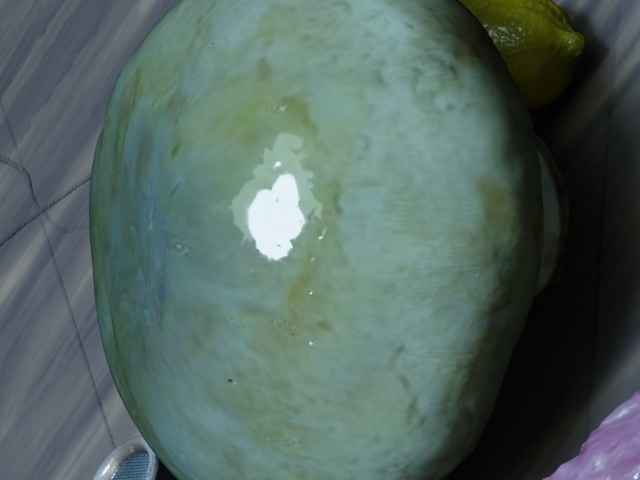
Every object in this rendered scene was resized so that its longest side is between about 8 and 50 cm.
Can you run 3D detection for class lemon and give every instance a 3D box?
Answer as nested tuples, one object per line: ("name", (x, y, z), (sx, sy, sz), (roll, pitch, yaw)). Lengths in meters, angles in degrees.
("lemon", (0.116, -0.118, 1.183), (0.110, 0.082, 0.082), (7, 78, 35))

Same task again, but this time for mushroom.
("mushroom", (0.000, 0.000, 1.117), (0.352, 0.260, 0.352), (13, 105, 61))

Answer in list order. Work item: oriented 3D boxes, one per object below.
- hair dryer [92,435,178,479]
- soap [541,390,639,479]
("hair dryer", (-0.076, 0.119, 1.269), (0.070, 0.128, 0.255), (-35, 33, 32))
("soap", (0.185, 0.200, 0.813), (0.233, 0.359, 0.128), (-45, 49, 19))
